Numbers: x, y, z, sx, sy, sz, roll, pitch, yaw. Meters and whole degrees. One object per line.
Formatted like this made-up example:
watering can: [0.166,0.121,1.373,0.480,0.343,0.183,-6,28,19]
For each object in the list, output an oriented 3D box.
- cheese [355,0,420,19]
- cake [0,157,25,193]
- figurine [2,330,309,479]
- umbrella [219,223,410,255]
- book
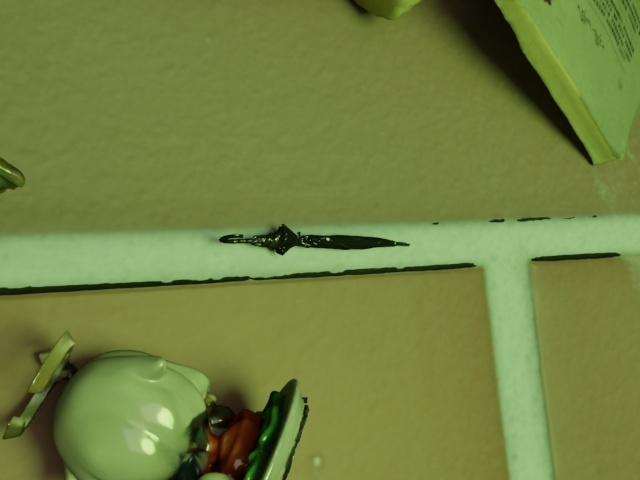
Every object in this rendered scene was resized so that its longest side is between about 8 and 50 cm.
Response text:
cheese: [0.079,-0.250,0.637,0.167,0.094,0.123,-37,98,-24]
cake: [-0.297,-0.065,0.374,0.286,0.222,0.227,-28,94,-25]
figurine: [-0.100,0.109,0.491,0.154,0.132,0.132,27,71,-5]
umbrella: [-0.003,0.001,0.602,0.149,0.022,0.022,4,75,-32]
book: [0.238,-0.234,0.697,0.201,0.026,0.289,44,64,-39]
